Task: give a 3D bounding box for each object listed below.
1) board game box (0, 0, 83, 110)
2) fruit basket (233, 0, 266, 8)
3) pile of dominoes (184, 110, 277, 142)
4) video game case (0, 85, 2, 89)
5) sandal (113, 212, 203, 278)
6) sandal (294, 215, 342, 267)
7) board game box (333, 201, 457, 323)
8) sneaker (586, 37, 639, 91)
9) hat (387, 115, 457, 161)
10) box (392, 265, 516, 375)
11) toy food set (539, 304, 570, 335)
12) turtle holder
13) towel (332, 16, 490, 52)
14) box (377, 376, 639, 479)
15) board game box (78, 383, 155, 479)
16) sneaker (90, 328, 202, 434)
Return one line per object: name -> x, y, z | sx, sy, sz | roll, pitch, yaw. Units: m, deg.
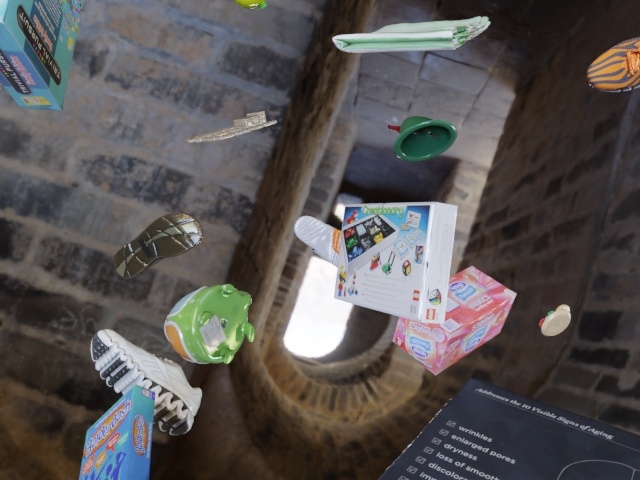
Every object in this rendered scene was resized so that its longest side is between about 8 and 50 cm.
board game box -> -0.470, -0.424, 1.018 | 0.079, 0.335, 0.254 | 5, 163, -3
fruit basket -> -0.229, -0.724, 1.423 | 0.392, 0.282, 0.392 | 4, 167, 1
pile of dominoes -> -0.269, -0.334, 1.829 | 0.196, 0.040, 0.251 | 2, -159, 39
video game case -> -0.805, -0.300, 1.237 | 0.026, 0.274, 0.196 | 10, 143, 41
sandal -> -0.334, 0.012, 1.301 | 0.090, 0.219, 0.060 | 59, -161, 5
sandal -> 0.005, -0.009, 1.866 | 0.265, 0.102, 0.076 | 36, 176, -41
board game box -> 0.122, 0.030, 1.121 | 0.053, 0.192, 0.305 | 8, 179, -26
sneaker -> 0.779, -0.442, 1.456 | 0.321, 0.124, 0.180 | -14, 178, 32
hat -> 0.272, -0.346, 1.801 | 0.209, 0.183, 0.173 | -22, 148, 22
box -> 0.349, 0.199, 1.623 | 0.300, 0.142, 0.154 | -21, -135, -40
toy food set -> 0.557, 0.193, 1.485 | 0.020, 0.083, 0.083 | -122, 12, -50
turtle holder -> -0.360, 0.242, 2.006 | 0.228, 0.320, 0.243 | -8, 140, 33
towel -> 0.190, -0.416, 1.255 | 0.248, 0.038, 0.325 | 5, -155, 24
box -> 0.348, 0.507, 0.983 | 0.480, 0.297, 0.472 | 15, -154, 33
board game box -> -0.353, 0.378, 1.073 | 0.047, 0.160, 0.210 | 34, -157, -30
sneaker -> -0.381, 0.296, 1.381 | 0.110, 0.118, 0.292 | -32, 107, 35
